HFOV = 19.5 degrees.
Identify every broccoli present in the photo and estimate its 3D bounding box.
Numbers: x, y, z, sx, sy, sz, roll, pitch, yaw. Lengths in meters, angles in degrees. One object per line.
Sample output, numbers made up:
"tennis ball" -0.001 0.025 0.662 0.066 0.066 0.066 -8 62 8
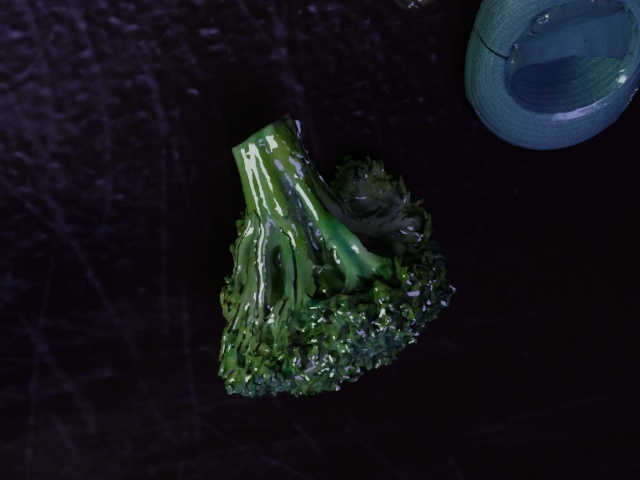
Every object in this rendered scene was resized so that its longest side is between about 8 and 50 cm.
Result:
"broccoli" 0.000 0.000 1.304 0.219 0.194 0.194 -41 139 -47

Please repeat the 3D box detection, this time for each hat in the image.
"hat" 0.173 -0.154 1.342 0.138 0.078 0.191 -6 140 -11

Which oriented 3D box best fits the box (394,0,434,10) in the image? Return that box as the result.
"box" 0.095 -0.307 1.173 0.273 0.143 0.184 -38 127 2
